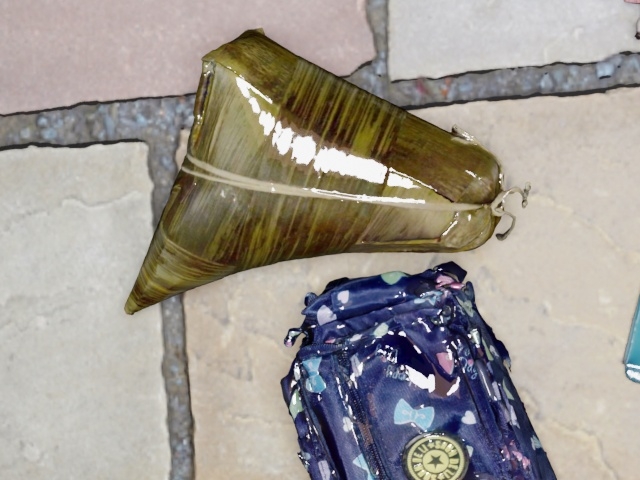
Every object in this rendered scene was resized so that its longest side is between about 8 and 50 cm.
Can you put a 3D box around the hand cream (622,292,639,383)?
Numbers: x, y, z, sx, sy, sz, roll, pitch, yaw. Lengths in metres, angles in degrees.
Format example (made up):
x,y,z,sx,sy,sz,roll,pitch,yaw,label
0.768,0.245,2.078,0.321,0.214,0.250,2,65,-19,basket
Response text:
x,y,z,sx,sy,sz,roll,pitch,yaw,label
0.277,0.000,0.829,0.083,0.048,0.224,11,99,11,hand cream

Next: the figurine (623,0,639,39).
x,y,z,sx,sy,sz,roll,pitch,yaw,label
0.239,-0.207,0.828,0.072,0.054,0.129,3,99,26,figurine

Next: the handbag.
x,y,z,sx,sy,sz,roll,pitch,yaw,label
0.070,0.148,0.832,0.162,0.113,0.260,-18,95,17,handbag

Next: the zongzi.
x,y,z,sx,sy,sz,roll,pitch,yaw,label
0.000,0.000,0.860,0.247,0.111,0.241,25,113,4,zongzi
